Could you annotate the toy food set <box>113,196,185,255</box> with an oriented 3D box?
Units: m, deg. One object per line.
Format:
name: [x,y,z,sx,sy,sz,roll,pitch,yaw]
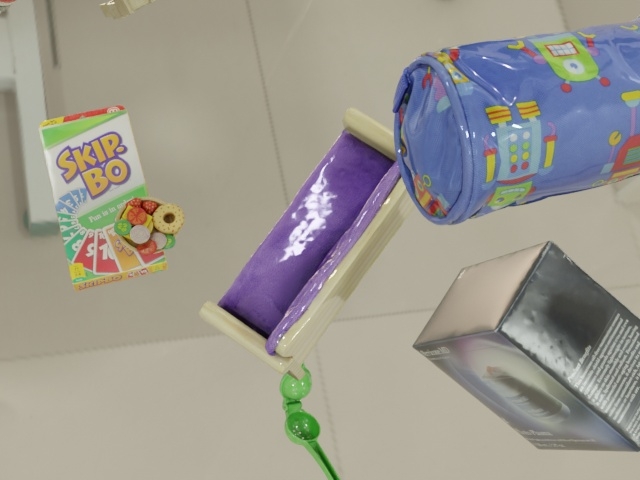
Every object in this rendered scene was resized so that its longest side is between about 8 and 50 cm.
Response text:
toy food set: [-0.219,-0.019,1.404,0.083,0.020,0.083,25,63,-2]

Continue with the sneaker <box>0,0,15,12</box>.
sneaker: [-0.553,-0.366,1.687,0.088,0.092,0.225,54,28,11]

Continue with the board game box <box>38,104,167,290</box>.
board game box: [-0.294,-0.067,1.477,0.124,0.039,0.259,-14,65,-11]

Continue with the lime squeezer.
lime squeezer: [-0.024,0.240,1.658,0.058,0.110,0.311,-6,79,-20]

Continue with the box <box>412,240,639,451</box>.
box: [0.348,0.177,1.732,0.294,0.296,0.183,40,70,-9]

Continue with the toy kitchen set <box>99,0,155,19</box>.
toy kitchen set: [-0.210,-0.292,1.211,0.068,0.083,0.075,-35,112,-21]

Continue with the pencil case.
pencil case: [0.196,-0.107,0.826,0.306,0.119,0.133,-16,60,-23]

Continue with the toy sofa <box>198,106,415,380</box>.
toy sofa: [0.000,0.000,1.517,0.150,0.177,0.363,34,81,17]
